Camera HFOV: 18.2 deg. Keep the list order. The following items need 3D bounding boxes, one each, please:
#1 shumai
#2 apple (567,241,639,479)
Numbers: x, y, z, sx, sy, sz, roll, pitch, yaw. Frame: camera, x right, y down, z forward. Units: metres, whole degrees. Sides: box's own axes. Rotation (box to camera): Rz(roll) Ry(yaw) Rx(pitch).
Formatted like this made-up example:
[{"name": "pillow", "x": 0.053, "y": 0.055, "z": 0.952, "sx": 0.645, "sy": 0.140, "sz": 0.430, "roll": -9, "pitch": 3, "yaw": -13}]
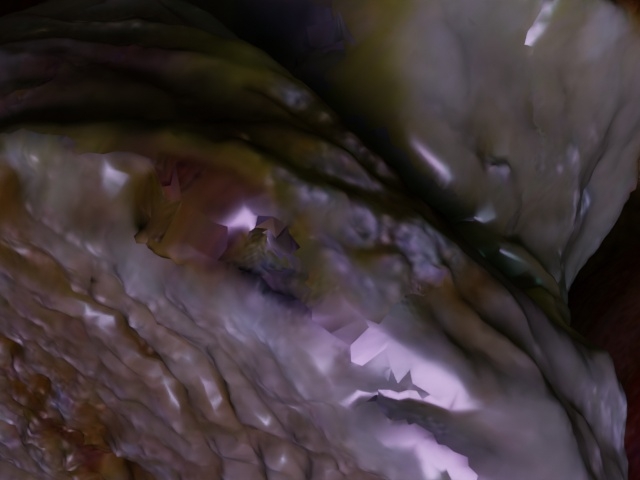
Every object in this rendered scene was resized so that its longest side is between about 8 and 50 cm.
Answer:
[{"name": "shumai", "x": 0.000, "y": 0.000, "z": 0.736, "sx": 0.309, "sy": 0.263, "sz": 0.304, "roll": 42, "pitch": 148, "yaw": -1}, {"name": "apple", "x": 0.199, "y": 0.154, "z": 0.788, "sx": 0.277, "sy": 0.348, "sz": 0.348, "roll": 21, "pitch": 120, "yaw": -19}]
